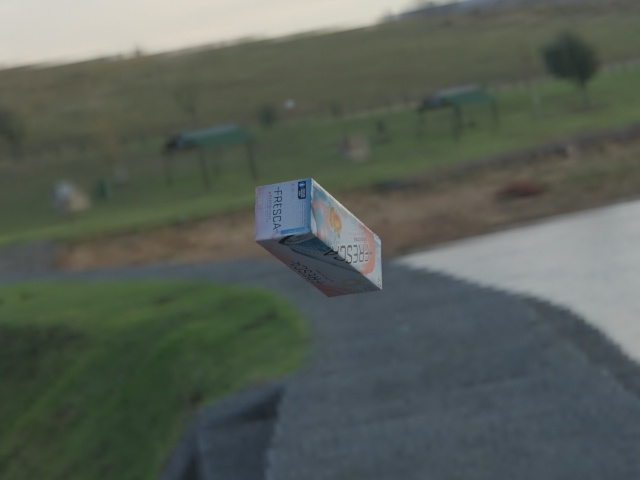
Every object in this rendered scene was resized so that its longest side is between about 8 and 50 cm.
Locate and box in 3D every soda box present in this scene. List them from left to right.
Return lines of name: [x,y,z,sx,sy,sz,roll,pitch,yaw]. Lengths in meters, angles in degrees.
soda box: [0.000,0.000,1.926,0.063,0.058,0.183,-9,-22,22]
